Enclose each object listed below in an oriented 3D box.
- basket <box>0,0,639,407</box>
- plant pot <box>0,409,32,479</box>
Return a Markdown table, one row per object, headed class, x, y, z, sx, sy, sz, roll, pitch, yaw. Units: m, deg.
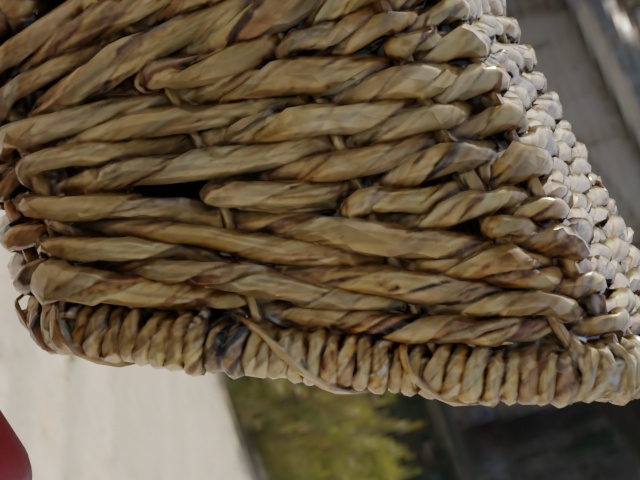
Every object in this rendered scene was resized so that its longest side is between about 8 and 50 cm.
| class | x | y | z | sx | sy | sz | roll | pitch | yaw |
| --- | --- | --- | --- | --- | --- | --- | --- | --- | --- |
| basket | 0.000 | 0.000 | 0.702 | 0.223 | 0.213 | 0.299 | 63 | 12 | 6 |
| plant pot | -0.211 | 0.057 | 0.537 | 0.174 | 0.191 | 0.191 | 58 | 7 | -16 |
